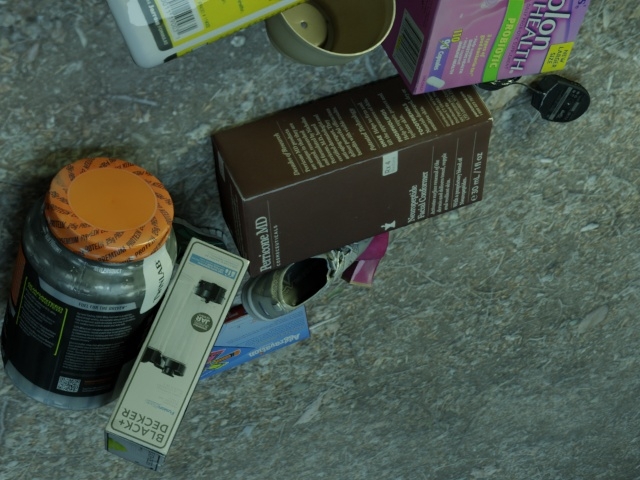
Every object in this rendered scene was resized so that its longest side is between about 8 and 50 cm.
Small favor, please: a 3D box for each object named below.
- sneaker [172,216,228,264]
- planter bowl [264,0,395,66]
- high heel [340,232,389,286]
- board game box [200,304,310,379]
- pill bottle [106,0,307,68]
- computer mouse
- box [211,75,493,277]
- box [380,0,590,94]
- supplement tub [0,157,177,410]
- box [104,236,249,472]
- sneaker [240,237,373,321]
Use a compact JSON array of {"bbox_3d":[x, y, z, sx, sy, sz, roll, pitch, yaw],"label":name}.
[{"bbox_3d":[-0.195,0.015,1.767,0.166,0.076,0.065,9,131,-41],"label":"sneaker"},{"bbox_3d":[-0.004,-0.281,1.460,0.162,0.162,0.109,-7,169,-26],"label":"planter bowl"},{"bbox_3d":[0.000,0.000,1.906,0.244,0.082,0.117,12,98,-25],"label":"high heel"},{"bbox_3d":[-0.157,0.170,2.042,0.281,0.027,0.145,-21,144,-9],"label":"board game box"},{"bbox_3d":[-0.082,-0.333,1.290,0.334,0.188,0.188,-24,146,-5],"label":"pill bottle"},{"bbox_3d":[0.322,-0.236,1.830,0.242,0.041,0.071,14,120,-35],"label":"computer mouse"},{"bbox_3d":[0.047,-0.105,1.722,0.381,0.143,0.191,-18,145,-11],"label":"box"},{"bbox_3d":[0.225,-0.323,1.571,0.243,0.117,0.213,-12,143,-21],"label":"box"},{"bbox_3d":[-0.317,0.061,1.632,0.207,0.207,0.338,-5,141,-29],"label":"supplement tub"},{"bbox_3d":[-0.198,0.160,1.635,0.087,0.290,0.169,23,160,-2],"label":"box"},{"bbox_3d":[0.011,0.026,1.813,0.281,0.115,0.105,-47,111,-18],"label":"sneaker"}]
